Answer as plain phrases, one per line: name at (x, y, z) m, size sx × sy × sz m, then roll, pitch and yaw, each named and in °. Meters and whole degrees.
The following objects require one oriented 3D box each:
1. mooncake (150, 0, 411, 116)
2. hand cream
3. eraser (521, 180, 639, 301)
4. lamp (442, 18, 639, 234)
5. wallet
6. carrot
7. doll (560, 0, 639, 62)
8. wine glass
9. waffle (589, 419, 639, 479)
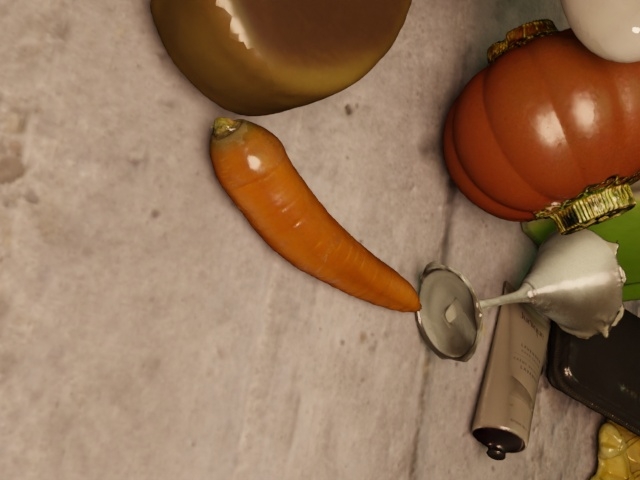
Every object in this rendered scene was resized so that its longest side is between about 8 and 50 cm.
mooncake at (-0.031, -0.221, 0.573) m, size 0.234 × 0.117 × 0.235 m, roll 6°, pitch 81°, yaw -42°
hand cream at (0.199, 0.139, 0.765) m, size 0.087 × 0.054 × 0.186 m, roll 42°, pitch 52°, yaw -24°
eraser at (0.394, -0.019, 0.806) m, size 0.210 × 0.274 × 0.092 m, roll 37°, pitch 54°, yaw -32°
lamp at (0.226, -0.108, 0.707) m, size 0.223 × 0.223 × 0.197 m, roll -10°, pitch 77°, yaw -40°
wallet at (0.365, 0.152, 0.857) m, size 0.250 × 0.044 × 0.149 m, roll 31°, pitch 56°, yaw -17°
carrot at (0.000, 0.001, 0.615) m, size 0.062 × 0.066 × 0.271 m, roll -38°, pitch 119°, yaw 10°
doll at (0.149, -0.330, 0.662) m, size 0.365 × 0.376 × 0.187 m, roll 36°, pitch 105°, yaw -11°
wine glass at (0.188, 0.051, 0.713) m, size 0.182 × 0.122 × 0.122 m, roll -7°, pitch 89°, yaw -30°
waffle at (0.422, 0.281, 0.926) m, size 0.261 × 0.056 × 0.250 m, roll 36°, pitch 62°, yaw -26°
